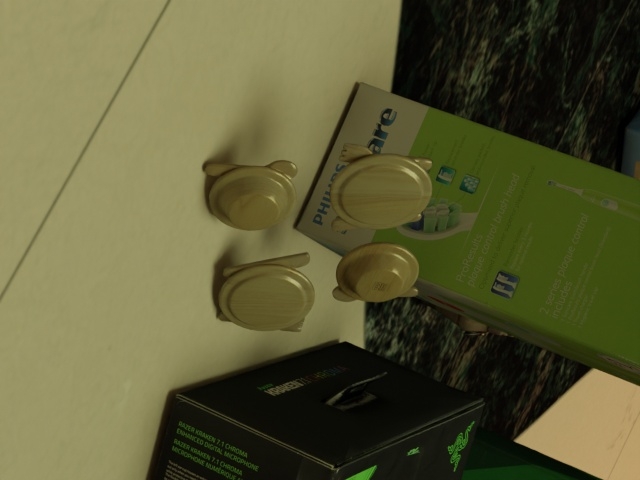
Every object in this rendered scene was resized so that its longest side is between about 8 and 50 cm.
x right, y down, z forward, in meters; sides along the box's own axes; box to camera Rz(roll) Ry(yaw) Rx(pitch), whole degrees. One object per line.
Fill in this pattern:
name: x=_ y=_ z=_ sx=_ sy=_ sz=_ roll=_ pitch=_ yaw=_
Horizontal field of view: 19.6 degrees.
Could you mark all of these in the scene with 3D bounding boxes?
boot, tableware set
boot: x=0.141 y=0.053 z=1.544 sx=0.118 sy=0.087 sz=0.042 roll=-24 pitch=129 yaw=-56
tableware set: x=0.000 y=0.000 z=1.190 sx=0.168 sy=0.141 sz=0.020 roll=89 pitch=-4 yaw=-46

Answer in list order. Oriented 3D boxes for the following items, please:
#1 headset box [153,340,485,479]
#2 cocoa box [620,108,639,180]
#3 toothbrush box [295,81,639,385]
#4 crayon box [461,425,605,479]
headset box: x=-0.016 y=0.220 z=1.314 sx=0.246 sy=0.131 sz=0.283 roll=-10 pitch=119 yaw=-61
cocoa box: x=0.500 y=-0.035 z=1.874 sx=0.228 sy=0.347 sz=0.231 roll=-47 pitch=148 yaw=-37
toothbrush box: x=0.159 y=0.009 z=1.315 sx=0.122 sy=0.283 sz=0.206 roll=-66 pitch=155 yaw=-3
crayon box: x=0.161 y=0.369 z=1.568 sx=0.106 sy=0.313 sz=0.362 roll=14 pitch=97 yaw=-65
